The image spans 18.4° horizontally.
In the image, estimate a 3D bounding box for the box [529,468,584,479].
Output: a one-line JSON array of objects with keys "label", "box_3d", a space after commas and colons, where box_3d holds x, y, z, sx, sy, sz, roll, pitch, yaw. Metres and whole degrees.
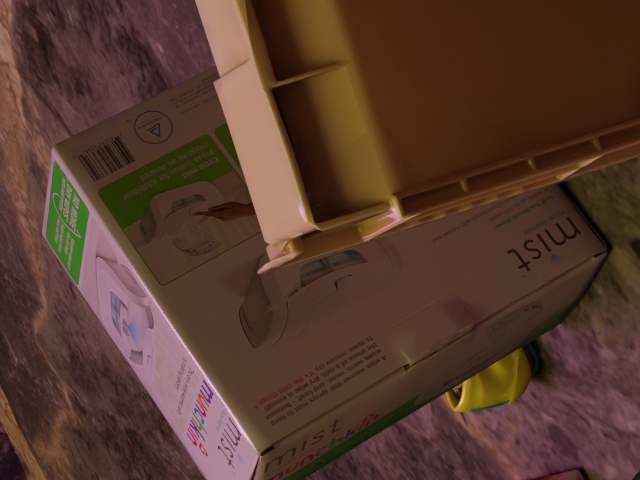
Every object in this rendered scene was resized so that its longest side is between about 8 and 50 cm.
[{"label": "box", "box_3d": [0.169, 0.328, 1.384, 0.300, 0.142, 0.154, 61, 156, 1]}]

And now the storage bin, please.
[{"label": "storage bin", "box_3d": [0.048, -0.145, 0.920, 0.123, 0.260, 0.262, -20, 88, 63]}]

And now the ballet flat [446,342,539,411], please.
[{"label": "ballet flat", "box_3d": [0.059, 0.019, 1.352, 0.231, 0.077, 0.077, 56, 157, 14]}]

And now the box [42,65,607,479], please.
[{"label": "box", "box_3d": [0.000, 0.000, 1.220, 0.231, 0.262, 0.127, 54, 156, 16]}]

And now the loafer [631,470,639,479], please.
[{"label": "loafer", "box_3d": [0.165, 0.249, 1.221, 0.084, 0.096, 0.267, 38, 108, 8]}]
